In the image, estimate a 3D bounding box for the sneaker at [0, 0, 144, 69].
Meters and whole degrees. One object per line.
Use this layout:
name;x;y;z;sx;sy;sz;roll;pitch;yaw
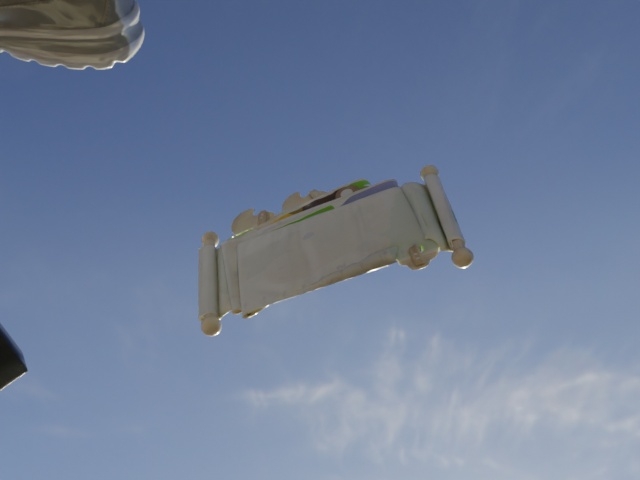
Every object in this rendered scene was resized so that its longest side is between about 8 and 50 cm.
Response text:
sneaker;-0.272;-0.205;0.624;0.282;0.105;0.115;3;-53;-4

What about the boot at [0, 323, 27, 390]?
boot;-0.686;0.105;1.186;0.367;0.146;0.445;-26;-59;0

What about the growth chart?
growth chart;0.000;0.000;0.696;0.237;0.172;0.021;-18;-59;13
